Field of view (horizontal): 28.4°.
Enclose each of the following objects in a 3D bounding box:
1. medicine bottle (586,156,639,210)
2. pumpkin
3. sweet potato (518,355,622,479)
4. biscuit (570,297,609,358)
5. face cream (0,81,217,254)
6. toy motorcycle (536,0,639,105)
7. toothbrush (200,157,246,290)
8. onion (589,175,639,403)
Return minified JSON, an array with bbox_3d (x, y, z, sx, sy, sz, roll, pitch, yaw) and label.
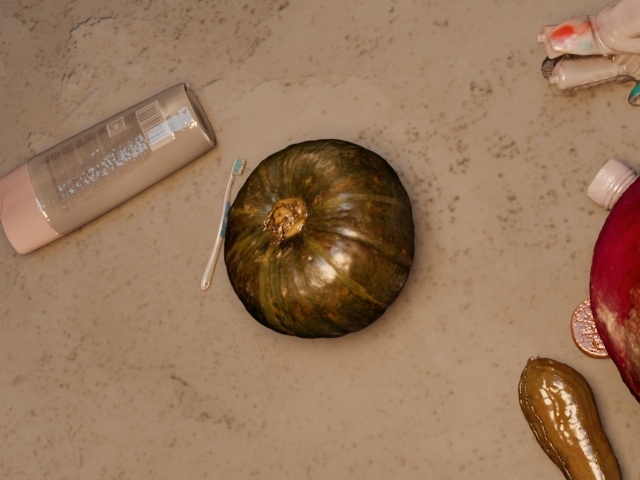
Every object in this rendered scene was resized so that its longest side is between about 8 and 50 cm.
[{"bbox_3d":[0.339,-0.033,1.315,0.118,0.055,0.074,37,88,20],"label":"medicine bottle"},{"bbox_3d":[0.000,0.000,1.349,0.224,0.157,0.223,-12,67,29],"label":"pumpkin"},{"bbox_3d":[0.257,0.226,1.266,0.081,0.062,0.233,-19,73,26],"label":"sweet potato"},{"bbox_3d":[0.305,0.083,1.314,0.091,0.015,0.078,-8,71,13],"label":"biscuit"},{"bbox_3d":[-0.258,-0.087,1.489,0.269,0.073,0.107,-28,64,7],"label":"face cream"},{"bbox_3d":[0.352,-0.229,1.306,0.260,0.171,0.110,-15,70,9],"label":"toy motorcycle"},{"bbox_3d":[-0.115,-0.020,1.463,0.017,0.014,0.162,9,78,37],"label":"toothbrush"},{"bbox_3d":[0.402,0.104,1.146,0.348,0.348,0.385,22,119,20],"label":"onion"}]
